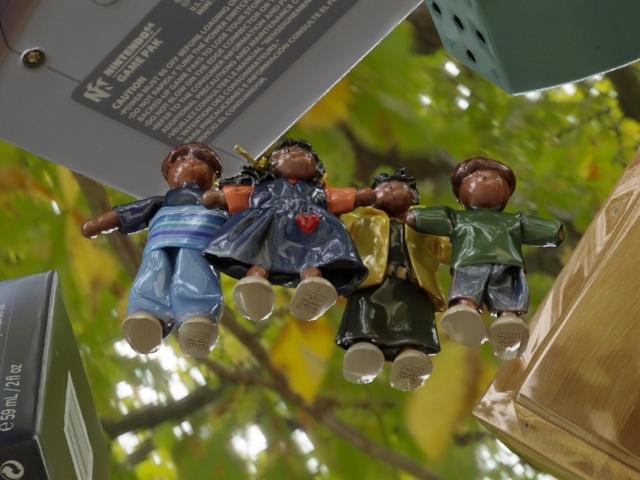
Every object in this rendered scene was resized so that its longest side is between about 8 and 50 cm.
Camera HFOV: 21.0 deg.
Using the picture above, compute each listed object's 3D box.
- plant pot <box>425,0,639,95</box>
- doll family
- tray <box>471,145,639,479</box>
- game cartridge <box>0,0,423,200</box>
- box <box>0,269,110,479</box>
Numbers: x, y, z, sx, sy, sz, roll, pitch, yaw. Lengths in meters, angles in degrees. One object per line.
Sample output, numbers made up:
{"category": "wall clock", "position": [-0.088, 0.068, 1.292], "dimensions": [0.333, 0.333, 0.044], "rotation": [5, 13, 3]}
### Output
{"category": "plant pot", "position": [0.199, -0.226, 1.317], "dimensions": [0.234, 0.166, 0.165], "rotation": [-34, -53, -10]}
{"category": "doll family", "position": [0.000, 0.000, 0.713], "dimensions": [0.193, 0.111, 0.076], "rotation": [12, -43, -10]}
{"category": "tray", "position": [0.268, -0.036, 0.817], "dimensions": [0.411, 0.203, 0.076], "rotation": [-57, -32, -7]}
{"category": "game cartridge", "position": [-0.054, -0.146, 0.959], "dimensions": [0.198, 0.062, 0.297], "rotation": [28, -58, -37]}
{"category": "box", "position": [-0.311, 0.177, 1.207], "dimensions": [0.294, 0.296, 0.182], "rotation": [-14, -69, -2]}
